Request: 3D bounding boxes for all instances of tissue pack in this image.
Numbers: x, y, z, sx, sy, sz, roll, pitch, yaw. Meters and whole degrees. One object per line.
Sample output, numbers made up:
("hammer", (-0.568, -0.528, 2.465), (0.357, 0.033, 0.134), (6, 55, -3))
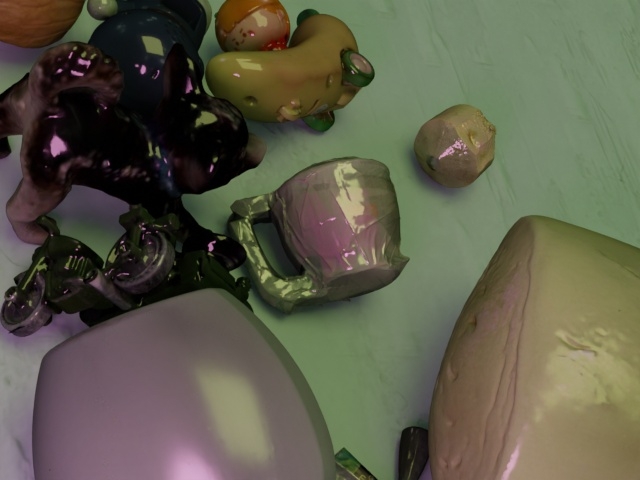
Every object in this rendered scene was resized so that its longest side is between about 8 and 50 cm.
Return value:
("tissue pack", (0.041, 0.311, 1.448), (0.111, 0.079, 0.085), (44, 48, 4))

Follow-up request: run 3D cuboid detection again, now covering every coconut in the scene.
("coconut", (0.203, -0.141, 1.860), (0.116, 0.116, 0.122), (44, 46, 5))

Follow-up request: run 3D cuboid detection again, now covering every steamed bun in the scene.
("steamed bun", (0.341, 0.190, 1.512), (0.371, 0.290, 0.456), (20, 58, -13))

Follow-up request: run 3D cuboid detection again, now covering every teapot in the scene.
("teapot", (0.008, -0.006, 1.610), (0.221, 0.163, 0.178), (-2, 66, -33))
("teapot", (0.111, 0.290, 1.537), (0.042, 0.043, 0.111), (28, 52, -10))

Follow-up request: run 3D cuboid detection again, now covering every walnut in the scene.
("walnut", (-0.414, -0.350, 1.601), (0.221, 0.195, 0.195), (5, 55, -19))

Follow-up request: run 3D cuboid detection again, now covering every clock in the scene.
("clock", (-0.232, -0.260, 1.646), (0.199, 0.146, 0.243), (40, 31, -23))

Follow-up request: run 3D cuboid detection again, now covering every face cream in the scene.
("face cream", (-0.136, 0.249, 1.248), (0.357, 0.312, 0.219), (70, 15, 9))

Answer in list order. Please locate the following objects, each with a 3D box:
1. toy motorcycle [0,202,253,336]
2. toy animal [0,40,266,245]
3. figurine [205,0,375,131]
("toy motorcycle", (-0.219, 0.057, 1.411), (0.205, 0.275, 0.127), (45, 37, -43))
("toy animal", (-0.217, -0.122, 1.465), (0.344, 0.303, 0.194), (2, 60, -29))
("figurine", (-0.060, -0.268, 1.756), (0.222, 0.124, 0.324), (54, 35, 11))
